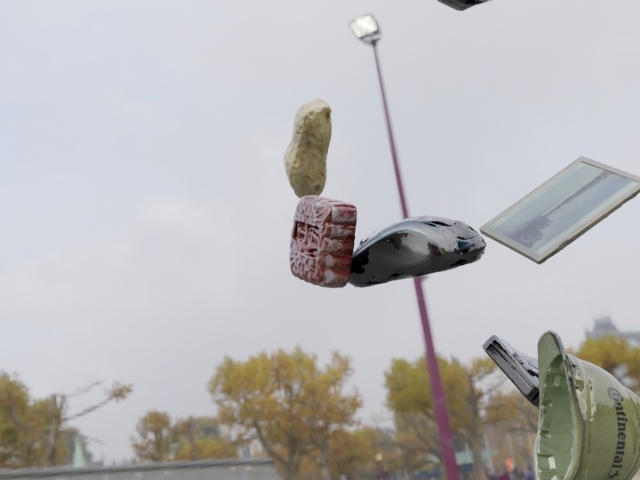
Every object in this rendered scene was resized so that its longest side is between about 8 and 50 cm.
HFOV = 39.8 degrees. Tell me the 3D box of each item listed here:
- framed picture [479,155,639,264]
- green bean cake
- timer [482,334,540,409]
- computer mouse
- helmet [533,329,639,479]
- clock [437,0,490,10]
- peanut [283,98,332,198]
[{"bbox_3d":[0.496,-0.068,1.815,0.289,0.016,0.213,-34,29,-10],"label":"framed picture"},{"bbox_3d":[0.000,0.000,1.364,0.056,0.135,0.135,5,6,-25],"label":"green bean cake"},{"bbox_3d":[0.366,0.234,1.533,0.055,0.144,0.187,-47,-35,10],"label":"timer"},{"bbox_3d":[0.141,0.011,1.387,0.233,0.096,0.137,-12,-2,23],"label":"computer mouse"},{"bbox_3d":[0.389,0.258,1.254,0.137,0.257,0.204,2,3,0],"label":"helmet"},{"bbox_3d":[0.234,-0.460,1.454,0.253,0.083,0.186,16,-9,-31],"label":"clock"},{"bbox_3d":[-0.025,-0.190,1.849,0.100,0.214,0.099,11,11,-2],"label":"peanut"}]
